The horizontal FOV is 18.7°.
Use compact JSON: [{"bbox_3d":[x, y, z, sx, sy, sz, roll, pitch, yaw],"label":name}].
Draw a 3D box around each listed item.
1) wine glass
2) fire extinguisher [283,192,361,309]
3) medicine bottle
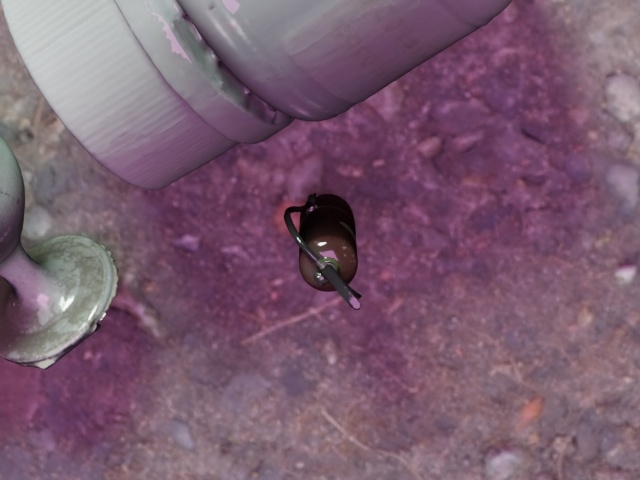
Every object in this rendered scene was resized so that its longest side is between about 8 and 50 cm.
[{"bbox_3d":[-0.256,-0.015,1.402,0.126,0.126,0.241,-27,138,9],"label":"wine glass"},{"bbox_3d":[0.000,0.000,1.436,0.078,0.157,0.045,44,102,-12],"label":"fire extinguisher"},{"bbox_3d":[-0.042,-0.194,1.329,0.306,0.245,0.245,-32,105,17],"label":"medicine bottle"}]
